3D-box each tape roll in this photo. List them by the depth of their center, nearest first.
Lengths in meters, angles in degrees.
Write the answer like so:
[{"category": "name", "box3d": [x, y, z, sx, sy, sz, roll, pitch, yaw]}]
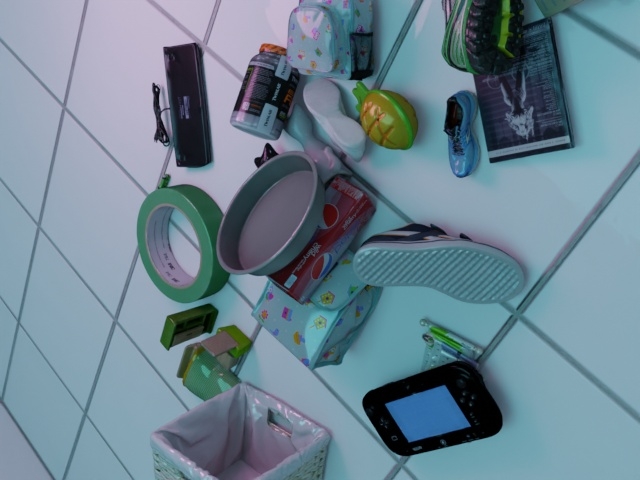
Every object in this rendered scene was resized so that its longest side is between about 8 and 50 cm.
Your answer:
[{"category": "tape roll", "box3d": [-0.376, 0.009, 1.863, 0.321, 0.077, 0.321, 13, 111, 37]}]

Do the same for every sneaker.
[{"category": "sneaker", "box3d": [0.263, -0.455, 1.148, 0.146, 0.134, 0.343, 22, 105, 58]}, {"category": "sneaker", "box3d": [0.252, -0.196, 1.269, 0.063, 0.073, 0.162, 4, 104, 40]}, {"category": "sneaker", "box3d": [0.232, 0.034, 1.329, 0.321, 0.127, 0.126, 9, 116, 13]}, {"category": "sneaker", "box3d": [0.028, -0.251, 1.454, 0.212, 0.080, 0.094, 61, 173, 27]}]

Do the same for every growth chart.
[{"category": "growth chart", "box3d": [0.270, 0.296, 1.426, 0.172, 0.021, 0.237, 20, 116, 36]}]

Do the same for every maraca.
[{"category": "maraca", "box3d": [0.123, -0.247, 1.351, 0.186, 0.099, 0.127, 43, 156, 41]}]

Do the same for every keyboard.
[{"category": "keyboard", "box3d": [-0.372, -0.349, 1.793, 0.202, 0.033, 0.317, 4, 104, 33]}]

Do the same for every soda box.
[{"category": "soda box", "box3d": [0.000, 0.000, 1.432, 0.083, 0.092, 0.263, 33, 80, 30]}]

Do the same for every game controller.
[{"category": "game controller", "box3d": [0.227, 0.357, 1.424, 0.319, 0.067, 0.166, -32, 82, 43]}]

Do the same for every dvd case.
[{"category": "dvd case", "box3d": [0.349, -0.256, 1.195, 0.165, 0.018, 0.221, -7, 97, 49]}]

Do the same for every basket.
[{"category": "basket", "box3d": [-0.204, 0.584, 1.708, 0.328, 0.331, 0.266, 20, 117, 36]}]

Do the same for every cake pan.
[{"category": "cake pan", "box3d": [-0.100, -0.050, 1.415, 0.293, 0.054, 0.293, -29, 43, 32]}]

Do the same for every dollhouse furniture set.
[{"category": "dollhouse furniture set", "box3d": [-0.337, 0.356, 1.875, 0.198, 0.151, 0.301, 38, 124, 27]}]

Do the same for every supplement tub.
[{"category": "supplement tub", "box3d": [-0.117, -0.324, 1.493, 0.117, 0.117, 0.190, 19, 90, 36]}]

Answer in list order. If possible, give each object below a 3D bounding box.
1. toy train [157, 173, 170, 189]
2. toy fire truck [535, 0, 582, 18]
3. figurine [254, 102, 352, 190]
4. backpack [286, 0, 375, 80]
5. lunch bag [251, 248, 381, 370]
[{"category": "toy train", "box3d": [-0.443, -0.153, 1.911, 0.017, 0.024, 0.083, 44, 127, 23]}, {"category": "toy fire truck", "box3d": [0.412, -0.462, 1.028, 0.246, 0.158, 0.217, -28, 83, 31]}, {"category": "figurine", "box3d": [-0.052, -0.171, 1.534, 0.209, 0.092, 0.215, 56, 129, 19]}, {"category": "backpack", "box3d": [0.020, -0.422, 1.362, 0.166, 0.144, 0.188, 21, 112, 41]}, {"category": "lunch bag", "box3d": [-0.003, 0.121, 1.524, 0.223, 0.160, 0.262, 39, 113, 31]}]
